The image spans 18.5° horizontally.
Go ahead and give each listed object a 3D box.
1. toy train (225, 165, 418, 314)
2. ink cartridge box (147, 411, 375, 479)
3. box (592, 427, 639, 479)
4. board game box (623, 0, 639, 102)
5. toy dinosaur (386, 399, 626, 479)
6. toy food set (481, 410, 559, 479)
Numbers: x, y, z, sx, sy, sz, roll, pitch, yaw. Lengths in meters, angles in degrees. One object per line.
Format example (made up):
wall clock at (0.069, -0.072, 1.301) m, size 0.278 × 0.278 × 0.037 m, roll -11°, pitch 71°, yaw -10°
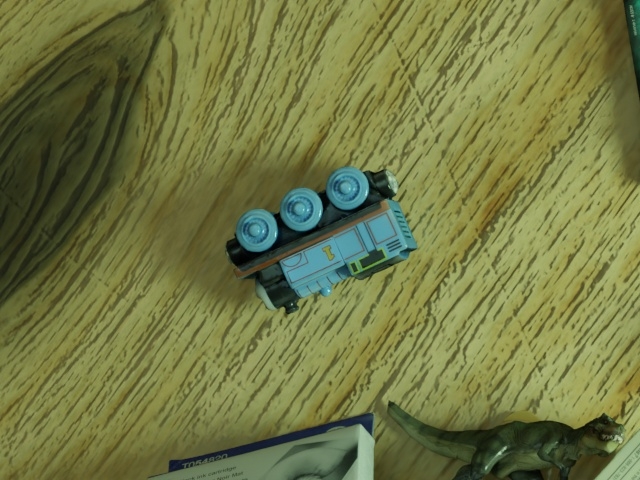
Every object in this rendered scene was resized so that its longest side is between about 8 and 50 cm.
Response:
toy train at (0.000, 0.000, 1.894) m, size 0.184 × 0.080 × 0.105 m, roll -25°, pitch 82°, yaw 10°
ink cartridge box at (-0.059, 0.240, 1.814) m, size 0.223 × 0.224 × 0.045 m, roll -16°, pitch 122°, yaw 12°
box at (0.358, 0.315, 1.703) m, size 0.311 × 0.121 × 0.148 m, roll 41°, pitch 72°, yaw 17°
board game box at (0.361, -0.149, 1.842) m, size 0.126 × 0.026 × 0.186 m, roll -11°, pitch 79°, yaw 14°
toy dinosaur at (0.163, 0.210, 1.792) m, size 0.268 × 0.064 × 0.118 m, roll -1°, pitch 63°, yaw 37°
toy food set at (0.184, 0.208, 1.839) m, size 0.082 × 0.020 × 0.083 m, roll -37°, pitch 74°, yaw 8°
